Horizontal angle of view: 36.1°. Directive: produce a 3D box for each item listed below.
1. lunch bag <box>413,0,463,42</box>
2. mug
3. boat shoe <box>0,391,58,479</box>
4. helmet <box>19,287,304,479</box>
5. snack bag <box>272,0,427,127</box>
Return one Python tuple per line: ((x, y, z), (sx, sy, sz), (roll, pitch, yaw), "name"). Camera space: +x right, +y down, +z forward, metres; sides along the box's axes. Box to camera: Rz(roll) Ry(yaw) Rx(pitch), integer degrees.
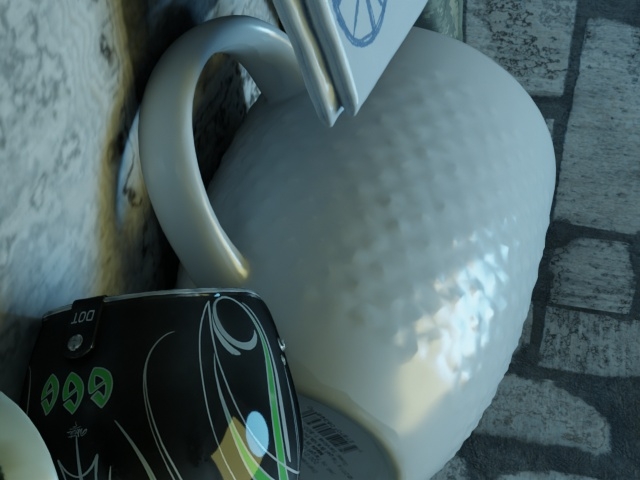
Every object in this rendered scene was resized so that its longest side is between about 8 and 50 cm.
((0.058, -0.339, 0.945), (0.235, 0.169, 0.286), (48, 44, -67), "lunch bag")
((0.000, 0.000, 0.750), (0.374, 0.276, 0.328), (53, 40, -29), "mug")
((-0.172, 0.225, 0.368), (0.113, 0.127, 0.339), (-9, 118, -47), "boat shoe")
((-0.088, 0.115, 0.556), (0.169, 0.170, 0.161), (40, 42, -77), "helmet")
((0.015, -0.300, 0.639), (0.323, 0.037, 0.342), (-60, 139, -42), "snack bag")
